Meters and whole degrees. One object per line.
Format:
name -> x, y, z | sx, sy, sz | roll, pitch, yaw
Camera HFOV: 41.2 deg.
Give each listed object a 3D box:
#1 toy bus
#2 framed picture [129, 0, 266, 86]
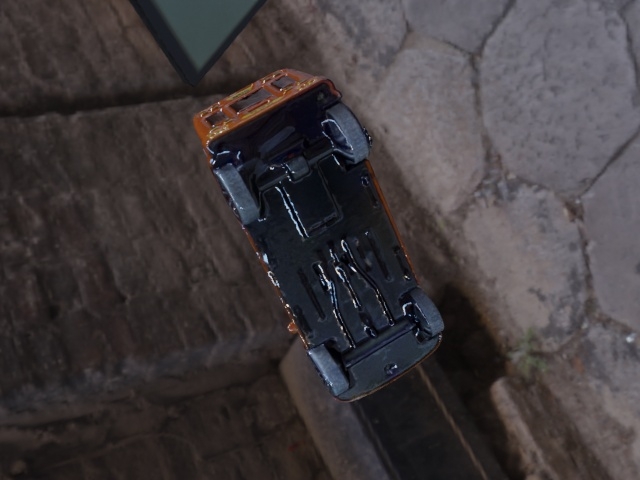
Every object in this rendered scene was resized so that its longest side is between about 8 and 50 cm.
toy bus -> 0.000, 0.000, 0.863 | 0.329, 0.143, 0.153 | 63, 171, -27
framed picture -> -0.039, -0.295, 0.573 | 0.013, 0.323, 0.244 | 28, 164, 29
